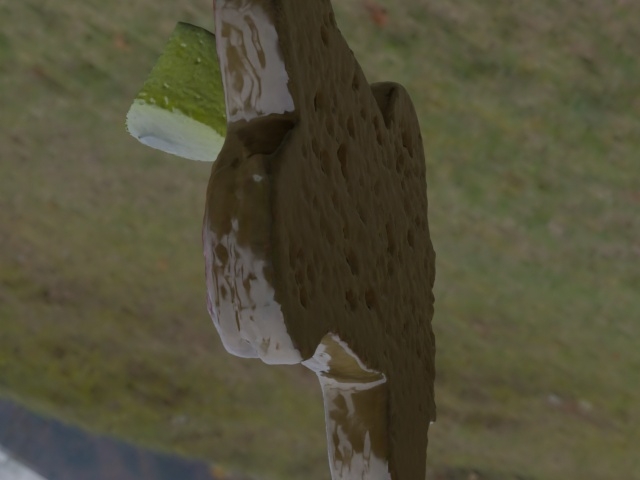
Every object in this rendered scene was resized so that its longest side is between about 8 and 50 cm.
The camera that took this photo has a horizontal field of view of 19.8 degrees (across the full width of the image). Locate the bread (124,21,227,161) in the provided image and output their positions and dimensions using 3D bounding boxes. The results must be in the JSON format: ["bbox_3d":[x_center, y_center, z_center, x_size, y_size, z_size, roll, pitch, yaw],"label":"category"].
[{"bbox_3d":[-0.125,-0.138,1.787,0.111,0.114,0.129,22,168,-11],"label":"bread"}]

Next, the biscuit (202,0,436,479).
[{"bbox_3d":[0.000,0.000,1.319,0.076,0.368,0.394,-7,155,17],"label":"biscuit"}]
